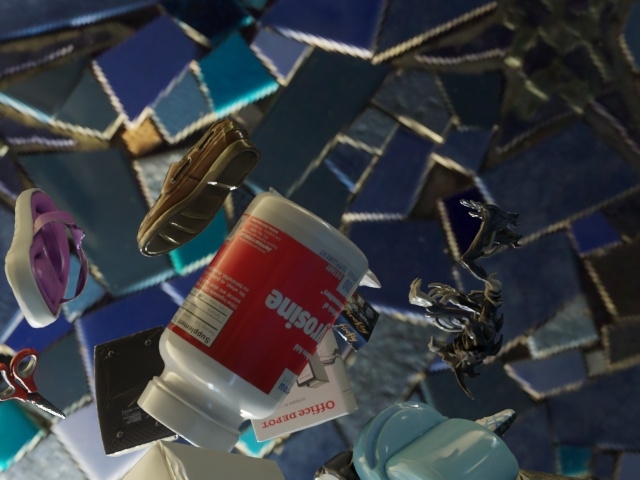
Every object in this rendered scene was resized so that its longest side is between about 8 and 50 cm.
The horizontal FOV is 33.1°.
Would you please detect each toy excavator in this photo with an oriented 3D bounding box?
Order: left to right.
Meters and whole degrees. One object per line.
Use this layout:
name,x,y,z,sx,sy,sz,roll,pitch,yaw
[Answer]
toy excavator,0.252,0.412,1.608,0.222,0.432,0.445,-27,169,-37

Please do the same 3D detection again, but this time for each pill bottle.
pill bottle,-0.117,0.143,1.778,0.407,0.229,0.229,-57,173,-7

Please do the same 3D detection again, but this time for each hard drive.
hard drive,-0.372,0.310,2.202,0.172,0.254,0.054,-18,146,4

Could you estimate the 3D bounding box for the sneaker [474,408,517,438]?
sneaker,0.344,0.445,2.473,0.237,0.086,0.085,-28,151,-9

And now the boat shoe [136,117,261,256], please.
boat shoe,-0.245,-0.100,2.056,0.307,0.104,0.111,-43,151,11

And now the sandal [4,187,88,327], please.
sandal,-0.425,0.024,1.746,0.102,0.169,0.416,-19,-155,-2

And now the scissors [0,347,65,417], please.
scissors,-0.552,0.294,2.019,0.109,0.021,0.297,-39,153,-23

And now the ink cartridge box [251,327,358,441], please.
ink cartridge box,-0.064,0.246,2.170,0.199,0.272,0.115,-20,172,9

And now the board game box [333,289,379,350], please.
board game box,0.034,0.135,2.593,0.042,0.243,0.165,-40,-173,23

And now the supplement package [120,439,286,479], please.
supplement package,-0.161,0.370,1.103,0.293,0.175,0.178,-47,139,18

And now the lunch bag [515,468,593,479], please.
lunch bag,0.412,0.562,1.879,0.169,0.235,0.286,16,-91,53

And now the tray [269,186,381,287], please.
tray,0.000,0.000,2.030,0.030,0.270,0.145,-50,-174,3

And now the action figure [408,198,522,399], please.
action figure,0.209,0.086,1.577,0.164,0.141,0.275,33,71,-74
